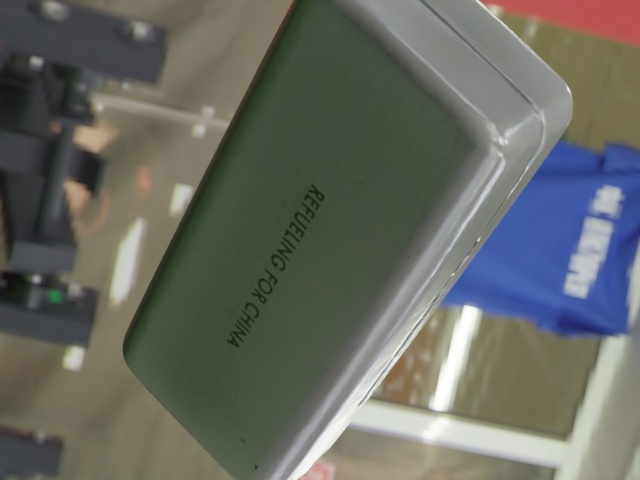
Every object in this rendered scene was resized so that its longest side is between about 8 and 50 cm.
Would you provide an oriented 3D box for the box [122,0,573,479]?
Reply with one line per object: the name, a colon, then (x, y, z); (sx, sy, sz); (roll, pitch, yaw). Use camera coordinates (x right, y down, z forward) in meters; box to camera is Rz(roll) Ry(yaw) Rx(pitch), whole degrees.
box: (0.000, 0.000, 0.657); (0.055, 0.103, 0.243); (-34, 163, -42)
